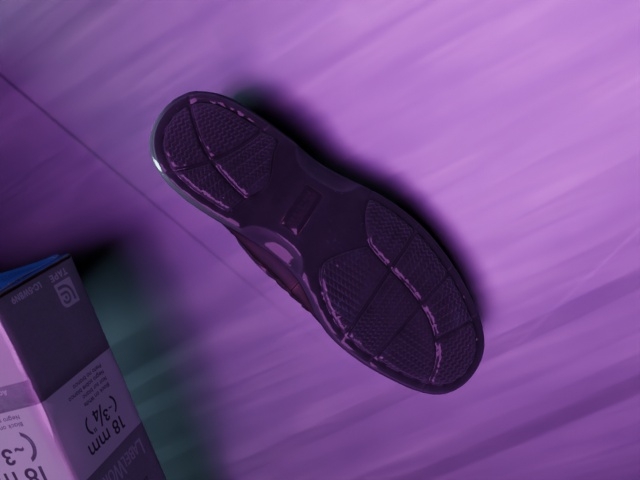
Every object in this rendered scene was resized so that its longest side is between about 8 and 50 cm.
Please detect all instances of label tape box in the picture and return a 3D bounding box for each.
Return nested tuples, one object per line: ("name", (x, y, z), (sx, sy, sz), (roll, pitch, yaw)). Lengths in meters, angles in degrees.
("label tape box", (-0.267, 0.203, 0.660), (0.241, 0.106, 0.333), (-15, 104, 20))

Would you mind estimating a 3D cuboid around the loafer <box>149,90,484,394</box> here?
("loafer", (0.000, 0.000, 0.614), (0.302, 0.095, 0.109), (41, 83, -5))
